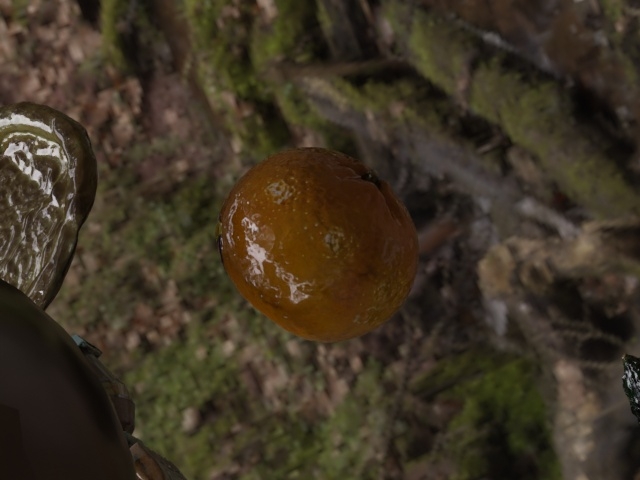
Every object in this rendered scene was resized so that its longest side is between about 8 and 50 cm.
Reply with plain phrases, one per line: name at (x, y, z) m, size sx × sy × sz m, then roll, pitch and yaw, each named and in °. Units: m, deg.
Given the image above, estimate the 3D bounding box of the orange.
orange at (-0.001, 0.002, 1.257) m, size 0.177 × 0.155 × 0.177 m, roll 49°, pitch -179°, yaw -1°

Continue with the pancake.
pancake at (-0.275, -0.003, 1.259) m, size 0.031 × 0.250 × 0.250 m, roll 25°, pitch -166°, yaw -42°

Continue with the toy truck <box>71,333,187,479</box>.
toy truck at (-0.240, 0.221, 1.579) m, size 0.257 × 0.140 × 0.108 m, roll 41°, pitch 176°, yaw 31°

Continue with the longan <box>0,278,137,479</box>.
longan at (-0.279, 0.170, 0.722) m, size 0.404 × 0.404 × 0.336 m, roll 39°, pitch 165°, yaw 54°

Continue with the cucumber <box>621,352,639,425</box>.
cucumber at (0.402, 0.242, 1.584) m, size 0.300 × 0.072 × 0.072 m, roll 62°, pitch 163°, yaw -16°
